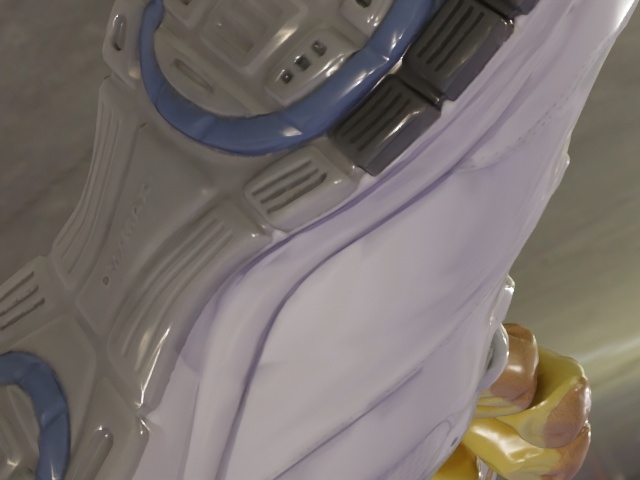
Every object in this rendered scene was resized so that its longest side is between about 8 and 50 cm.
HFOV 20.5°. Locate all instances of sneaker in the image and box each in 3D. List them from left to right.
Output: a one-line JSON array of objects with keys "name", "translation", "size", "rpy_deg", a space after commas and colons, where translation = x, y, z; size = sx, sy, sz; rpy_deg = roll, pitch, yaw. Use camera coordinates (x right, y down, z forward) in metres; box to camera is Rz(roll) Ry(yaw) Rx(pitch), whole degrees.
[{"name": "sneaker", "translation": [0.000, 0.000, 0.453], "size": [0.129, 0.111, 0.297], "rpy_deg": [15, 118, -44]}]

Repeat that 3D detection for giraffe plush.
[{"name": "giraffe plush", "translation": [0.055, 0.053, 1.078], "size": [0.210, 0.171, 0.181], "rpy_deg": [-5, 147, 8]}]

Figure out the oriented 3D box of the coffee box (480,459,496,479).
[{"name": "coffee box", "translation": [-0.058, 0.283, 1.541], "size": [0.338, 0.334, 0.337], "rpy_deg": [17, -164, 14]}]
